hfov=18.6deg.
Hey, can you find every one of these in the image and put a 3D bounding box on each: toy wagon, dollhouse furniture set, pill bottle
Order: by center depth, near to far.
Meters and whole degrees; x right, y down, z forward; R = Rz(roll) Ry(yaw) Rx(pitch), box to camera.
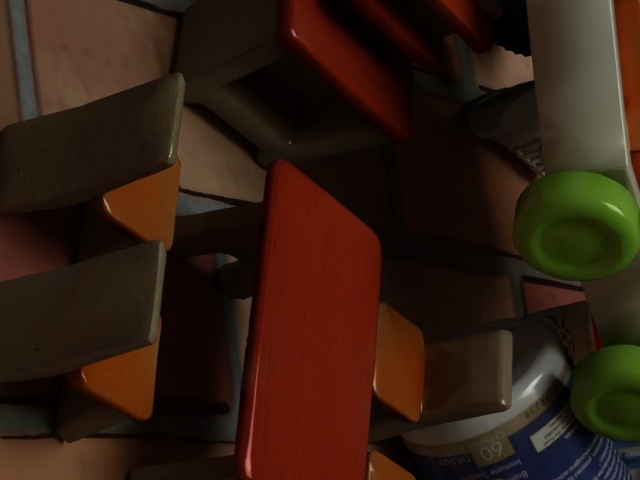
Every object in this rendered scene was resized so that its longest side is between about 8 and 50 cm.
[{"bbox_3d":[0.000,0.000,0.842,0.262,0.135,0.259,37,47,-44],"label":"dollhouse furniture set"},{"bbox_3d":[0.142,-0.082,0.945,0.344,0.068,0.267,66,26,-43],"label":"toy wagon"},{"bbox_3d":[0.112,0.132,0.999,0.169,0.094,0.094,61,34,-20],"label":"pill bottle"}]

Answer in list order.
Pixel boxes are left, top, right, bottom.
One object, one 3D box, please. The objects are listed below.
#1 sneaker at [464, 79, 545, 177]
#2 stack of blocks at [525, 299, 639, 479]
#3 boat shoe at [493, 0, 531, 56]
[{"bbox_3d":[0.135,-0.067,1.162,0.152,0.054,0.061,-11,89,-59],"label":"sneaker"},{"bbox_3d":[0.223,0.171,1.084,0.087,0.171,0.297,18,62,-53],"label":"stack of blocks"},{"bbox_3d":[0.048,-0.180,1.040,0.258,0.109,0.089,38,26,-25],"label":"boat shoe"}]
